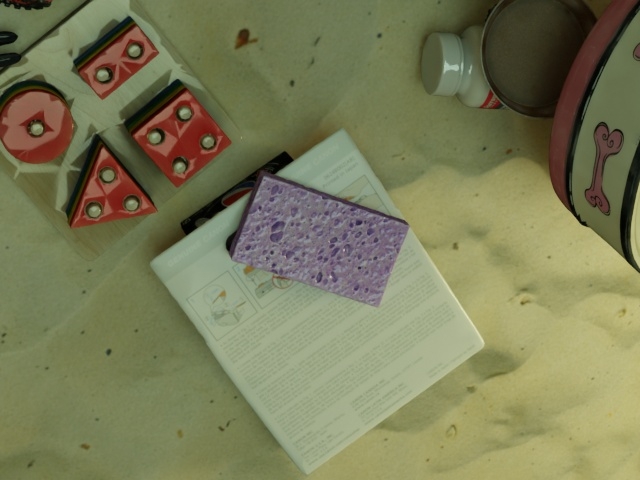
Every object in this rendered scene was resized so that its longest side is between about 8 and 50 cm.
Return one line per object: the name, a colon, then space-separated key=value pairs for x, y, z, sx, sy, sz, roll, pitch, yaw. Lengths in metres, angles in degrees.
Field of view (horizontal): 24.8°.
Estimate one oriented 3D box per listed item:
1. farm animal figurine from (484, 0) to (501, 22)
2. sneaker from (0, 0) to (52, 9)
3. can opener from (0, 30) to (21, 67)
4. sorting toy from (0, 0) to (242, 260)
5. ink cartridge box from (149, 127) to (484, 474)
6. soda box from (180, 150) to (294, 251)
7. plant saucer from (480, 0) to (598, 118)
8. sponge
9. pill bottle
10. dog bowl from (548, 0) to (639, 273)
farm animal figurine: x=0.143 y=-0.453 z=1.732 sx=0.330 sy=0.172 sz=0.327 roll=16 pitch=103 yaw=-21
sneaker: x=-0.414 y=-0.334 z=1.669 sx=0.225 sy=0.088 sz=0.093 roll=12 pitch=84 yaw=-20
can opener: x=-0.444 y=-0.213 z=1.700 sx=0.186 sy=0.073 sz=0.059 roll=-5 pitch=102 yaw=-18
sorting toy: x=-0.261 y=-0.134 z=1.769 sx=0.255 sy=0.089 sz=0.257 roll=-39 pitch=115 yaw=0
ink cartridge box: x=-0.004 y=0.077 z=1.922 sx=0.308 sy=0.091 sz=0.385 roll=-35 pitch=113 yaw=-2
soda box: x=-0.094 y=-0.041 z=1.871 sx=0.169 sy=0.053 sz=0.060 roll=-35 pitch=115 yaw=-3
plant saucer: x=0.272 y=-0.236 z=1.813 sx=0.168 sy=0.029 sz=0.169 roll=-2 pitch=97 yaw=-16
sponge: x=0.000 y=0.000 z=1.831 sx=0.210 sy=0.031 sz=0.117 roll=19 pitch=102 yaw=-19
pill bottle: x=0.227 y=-0.222 z=1.873 sx=0.180 sy=0.108 sz=0.108 roll=1 pitch=108 yaw=-16
dog bowl: x=0.444 y=-0.168 z=1.845 sx=0.408 sy=0.150 sz=0.408 roll=-36 pitch=142 yaw=-35
